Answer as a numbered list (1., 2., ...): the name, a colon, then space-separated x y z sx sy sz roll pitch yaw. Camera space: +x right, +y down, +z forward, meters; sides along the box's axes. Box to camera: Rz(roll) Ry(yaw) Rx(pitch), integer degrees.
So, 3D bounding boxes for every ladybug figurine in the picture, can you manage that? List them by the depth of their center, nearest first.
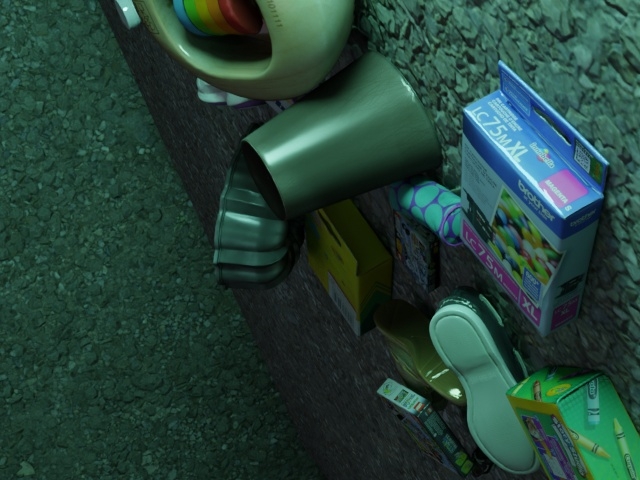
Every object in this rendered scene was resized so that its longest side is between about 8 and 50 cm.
1. ladybug figurine: -0.110 -0.352 1.487 0.449 0.162 0.305 16 139 47

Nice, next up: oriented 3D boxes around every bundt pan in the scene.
1. bundt pan: -0.095 -0.054 2.017 0.124 0.331 0.331 13 152 10

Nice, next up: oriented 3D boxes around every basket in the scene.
1. basket: 0.019 -0.132 1.471 0.204 0.227 0.154 55 166 24

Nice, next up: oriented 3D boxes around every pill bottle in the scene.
1. pill bottle: -0.336 -0.503 2.195 0.094 0.169 0.094 56 167 21

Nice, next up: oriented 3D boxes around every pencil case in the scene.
1. pencil case: 0.158 -0.045 1.481 0.151 0.064 0.070 40 161 56

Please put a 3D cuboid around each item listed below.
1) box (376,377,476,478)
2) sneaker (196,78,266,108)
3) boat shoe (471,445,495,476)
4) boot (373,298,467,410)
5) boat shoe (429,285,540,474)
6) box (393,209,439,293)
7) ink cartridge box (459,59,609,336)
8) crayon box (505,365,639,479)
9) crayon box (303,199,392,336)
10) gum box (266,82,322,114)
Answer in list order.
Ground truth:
1. box: 0.191 0.336 1.895 0.114 0.036 0.207 25 157 50
2. sneaker: -0.173 -0.344 2.105 0.305 0.114 0.152 20 124 65
3. boat shoe: 0.295 0.398 1.935 0.046 0.038 0.125 55 166 26
4. boot: 0.203 0.239 1.843 0.262 0.095 0.203 39 159 44
5. boat shoe: 0.260 0.206 1.569 0.114 0.091 0.302 -11 113 30
6. box: 0.154 0.011 1.696 0.094 0.027 0.137 52 164 32
7. ink cartridge box: 0.234 -0.039 1.215 0.186 0.065 0.311 53 163 31
8. crayon box: 0.364 0.304 1.378 0.278 0.081 0.165 62 167 -3
9. crayon box: 0.051 0.027 2.007 0.202 0.081 0.318 56 167 25
10. gum box: -0.073 -0.277 1.797 0.188 0.062 0.107 44 167 -1
